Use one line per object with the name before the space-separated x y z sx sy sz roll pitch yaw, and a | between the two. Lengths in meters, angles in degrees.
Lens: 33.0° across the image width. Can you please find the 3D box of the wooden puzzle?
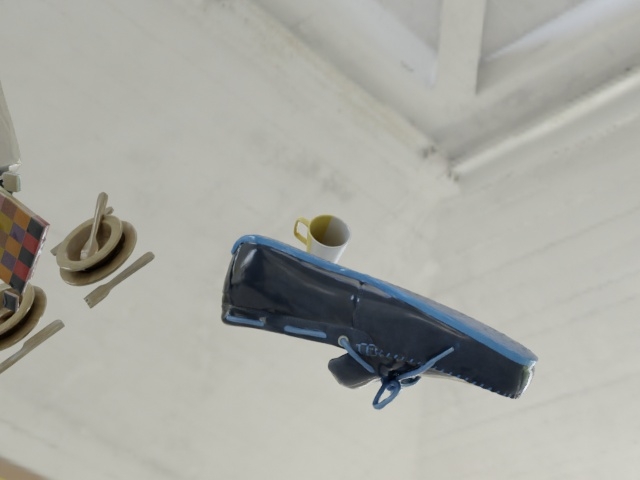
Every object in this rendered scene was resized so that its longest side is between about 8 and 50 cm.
wooden puzzle | -0.177 -0.002 0.604 0.049 0.006 0.083 36 -59 14

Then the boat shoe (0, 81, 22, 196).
boat shoe | -0.402 -0.185 1.010 0.158 0.340 0.127 -15 -6 -33

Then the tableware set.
tableware set | -0.268 0.035 1.057 0.194 0.128 0.039 -38 -52 -11

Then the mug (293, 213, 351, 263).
mug | 0.004 0.001 1.531 0.062 0.078 0.064 -13 -35 -24

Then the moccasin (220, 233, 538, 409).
moccasin | 0.051 0.098 1.089 0.342 0.117 0.138 21 -1 32
